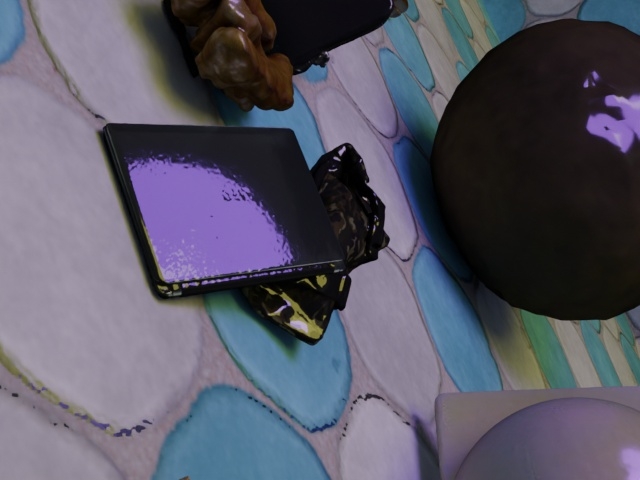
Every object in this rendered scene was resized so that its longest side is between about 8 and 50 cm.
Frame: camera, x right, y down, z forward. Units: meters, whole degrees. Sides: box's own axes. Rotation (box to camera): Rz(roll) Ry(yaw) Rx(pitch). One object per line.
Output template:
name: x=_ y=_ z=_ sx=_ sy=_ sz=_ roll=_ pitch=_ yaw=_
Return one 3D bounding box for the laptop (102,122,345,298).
laptop: x=-0.064 y=-0.027 z=0.662 sx=0.180 sy=0.016 sz=0.129 roll=-5 pitch=68 yaw=-47

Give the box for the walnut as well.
walnut: x=-0.076 y=-0.174 z=0.783 sx=0.143 sy=0.069 sz=0.170 roll=67 pitch=11 yaw=7

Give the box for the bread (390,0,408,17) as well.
bread: x=0.122 y=-0.411 z=1.555 sx=0.062 sy=0.043 sz=0.109 roll=57 pitch=21 yaw=-10

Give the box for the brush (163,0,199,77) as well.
brush: x=-0.119 y=-0.176 z=0.788 sx=0.024 sy=0.008 sz=0.083 roll=24 pitch=43 yaw=-65

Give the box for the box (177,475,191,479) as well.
box: x=-0.062 y=0.177 z=0.504 sx=0.083 sy=0.012 sz=0.046 roll=59 pitch=21 yaw=-10

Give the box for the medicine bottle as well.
medicine bottle: x=0.216 y=0.276 z=0.716 sx=0.236 sy=0.236 sz=0.406 roll=48 pitch=26 yaw=-32

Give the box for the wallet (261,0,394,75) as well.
wallet: x=-0.029 y=-0.306 z=0.970 sx=0.250 sy=0.149 sz=0.044 roll=62 pitch=-5 yaw=2

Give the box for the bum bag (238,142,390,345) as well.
bum bag: x=0.000 y=0.001 z=0.774 sx=0.248 sy=0.069 sz=0.102 roll=-46 pitch=122 yaw=-52

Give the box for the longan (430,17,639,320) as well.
longan: x=0.353 y=-0.105 z=1.272 sx=0.404 sy=0.404 sz=0.436 roll=58 pitch=26 yaw=-13
